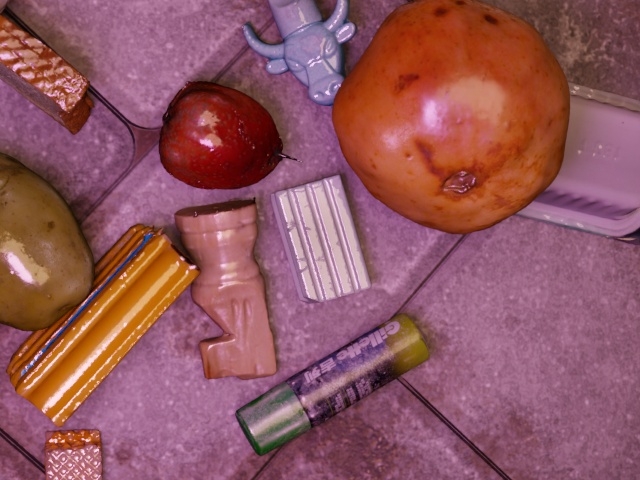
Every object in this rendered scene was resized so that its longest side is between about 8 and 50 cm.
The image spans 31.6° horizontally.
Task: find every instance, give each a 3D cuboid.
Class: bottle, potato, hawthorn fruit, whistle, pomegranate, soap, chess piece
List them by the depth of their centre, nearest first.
[{"bbox_3d":[-0.477,-0.003,1.696,0.216,0.216,0.304,-37,69,-12],"label":"potato"},{"bbox_3d":[-0.336,0.120,1.742,0.096,0.204,0.324,45,80,-19],"label":"soap"},{"bbox_3d":[-0.143,-0.152,1.810,0.235,0.181,0.181,22,83,-7],"label":"hawthorn fruit"},{"bbox_3d":[0.215,-0.212,1.815,0.410,0.410,0.410,1,87,-13],"label":"pomegranate"},{"bbox_3d":[-0.146,0.086,1.840,0.137,0.137,0.301,-13,101,-13],"label":"chess piece"},{"bbox_3d":[0.021,0.238,1.872,0.330,0.093,0.093,-29,94,-13],"label":"bottle"},{"bbox_3d":[0.000,0.000,1.891,0.119,0.066,0.198,-16,91,-12],"label":"soap"},{"bbox_3d":[-0.020,-0.336,1.892,0.186,0.093,0.274,-25,90,13],"label":"whistle"}]

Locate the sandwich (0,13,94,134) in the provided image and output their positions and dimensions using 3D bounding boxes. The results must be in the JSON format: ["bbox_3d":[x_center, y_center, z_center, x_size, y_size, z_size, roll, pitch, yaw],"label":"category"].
[{"bbox_3d":[-0.431,-0.253,1.728,0.186,0.214,0.065,37,81,-8],"label":"sandwich"}]

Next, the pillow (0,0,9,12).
[{"bbox_3d":[-0.622,-0.360,1.670,0.274,0.076,0.281,35,82,-20],"label":"pillow"}]

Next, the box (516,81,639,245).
[{"bbox_3d":[0.460,-0.153,1.986,0.336,0.106,0.264,12,85,-12],"label":"box"}]

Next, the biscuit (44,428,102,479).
[{"bbox_3d":[-0.385,0.491,1.786,0.094,0.054,0.379,-1,87,-13],"label":"biscuit"}]
